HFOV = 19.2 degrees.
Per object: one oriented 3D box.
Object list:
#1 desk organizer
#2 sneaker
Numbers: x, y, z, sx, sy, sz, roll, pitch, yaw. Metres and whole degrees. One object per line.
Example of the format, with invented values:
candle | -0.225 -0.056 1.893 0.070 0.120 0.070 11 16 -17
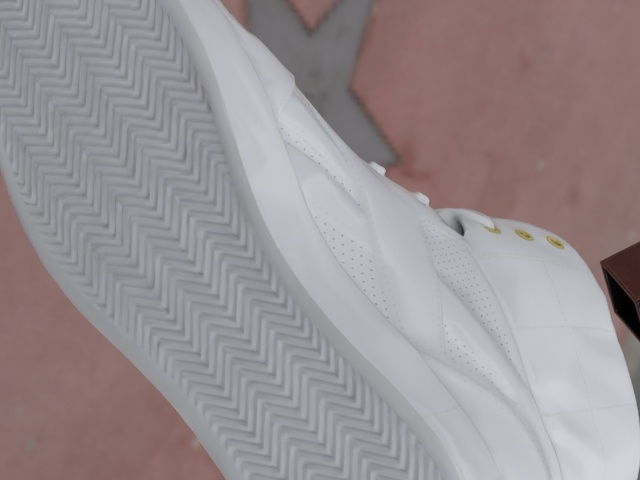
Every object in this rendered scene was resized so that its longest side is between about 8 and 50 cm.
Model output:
desk organizer | 0.211 0.049 1.058 0.050 0.130 0.047 -27 128 -6
sneaker | 0.000 0.000 0.698 0.108 0.292 0.169 -43 161 29
